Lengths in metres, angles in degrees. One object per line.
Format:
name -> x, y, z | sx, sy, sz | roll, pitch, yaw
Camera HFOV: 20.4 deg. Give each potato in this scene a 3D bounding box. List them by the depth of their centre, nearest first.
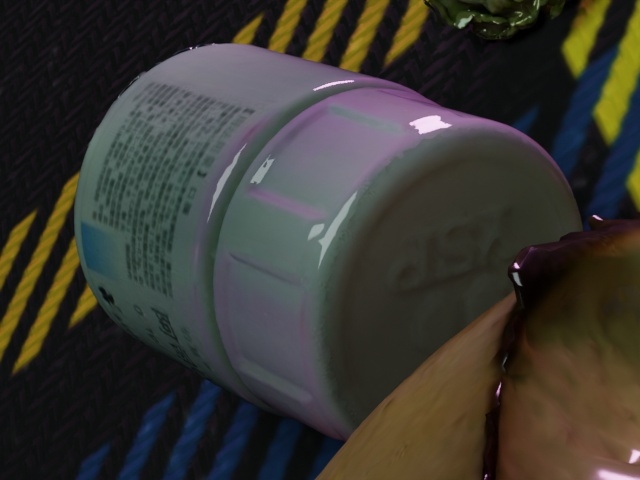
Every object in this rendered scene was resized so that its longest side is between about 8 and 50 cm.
potato -> 0.059, 0.152, 0.440 | 0.242, 0.242, 0.285 | -34, 50, 26

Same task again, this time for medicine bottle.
medicine bottle -> 0.000, 0.000, 0.664 | 0.168, 0.135, 0.135 | 20, 79, 52

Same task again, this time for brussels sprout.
brussels sprout -> 0.075, -0.123, 0.739 | 0.085, 0.058, 0.085 | 5, 99, 36
